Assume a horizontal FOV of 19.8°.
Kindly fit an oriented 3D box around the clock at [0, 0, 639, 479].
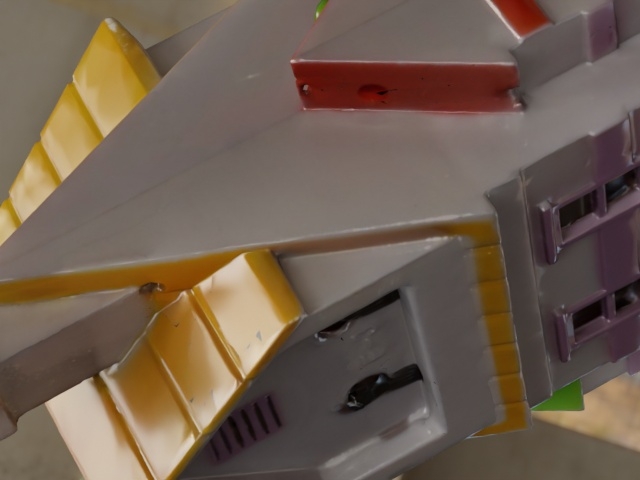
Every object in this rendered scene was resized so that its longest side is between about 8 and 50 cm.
[{"bbox_3d":[0.000,0.000,0.727,0.166,0.309,0.235,56,170,34],"label":"clock"}]
